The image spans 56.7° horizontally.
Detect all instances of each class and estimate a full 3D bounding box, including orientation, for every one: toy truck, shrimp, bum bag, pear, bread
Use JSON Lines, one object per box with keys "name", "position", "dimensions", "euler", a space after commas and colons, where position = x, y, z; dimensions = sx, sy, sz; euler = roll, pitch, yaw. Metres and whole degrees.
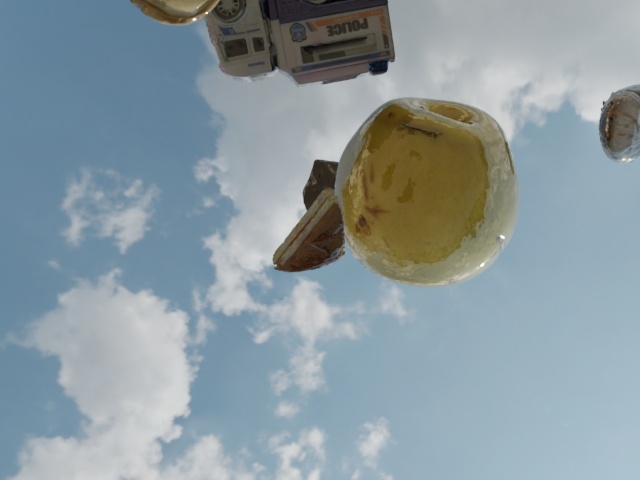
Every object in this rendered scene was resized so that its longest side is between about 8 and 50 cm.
{"name": "toy truck", "position": [-0.032, -0.307, 0.892], "dimensions": [0.267, 0.124, 0.156], "euler": [-11, -80, 1]}
{"name": "shrimp", "position": [0.621, -0.233, 1.139], "dimensions": [0.116, 0.343, 0.145], "euler": [-13, -80, 48]}
{"name": "bum bag", "position": [0.126, -0.105, 1.220], "dimensions": [0.340, 0.095, 0.144], "euler": [-2, -83, 15]}
{"name": "pear", "position": [0.167, -0.080, 0.943], "dimensions": [0.309, 0.309, 0.310], "euler": [-3, -101, 18]}
{"name": "bread", "position": [0.000, 0.000, 0.650], "dimensions": [0.109, 0.062, 0.043], "euler": [-47, -148, 20]}

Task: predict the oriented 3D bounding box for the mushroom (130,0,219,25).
{"name": "mushroom", "position": [-0.082, -0.194, 0.358], "dimensions": [0.108, 0.247, 0.096], "euler": [-43, -74, -1]}
